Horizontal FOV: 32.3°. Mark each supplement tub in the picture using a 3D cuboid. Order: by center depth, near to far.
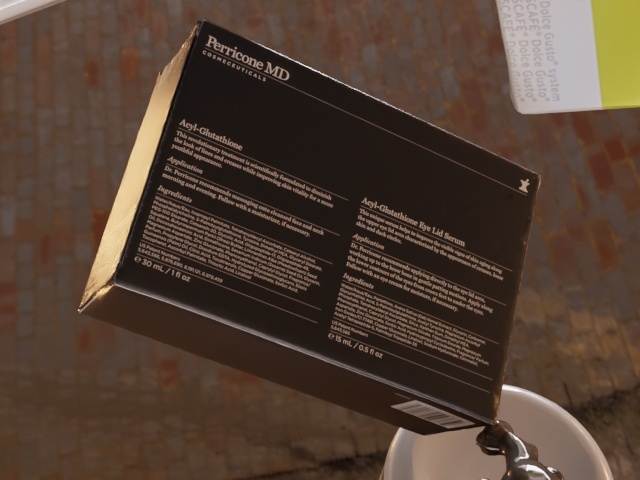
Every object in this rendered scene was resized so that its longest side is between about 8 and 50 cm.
[{"bbox_3d":[0.158,0.319,1.162,0.228,0.316,0.228,4,-129,-6],"label":"supplement tub"}]

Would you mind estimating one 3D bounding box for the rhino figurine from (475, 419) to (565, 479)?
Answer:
[{"bbox_3d":[0.063,0.214,0.674,0.243,0.073,0.106,-34,-145,-20],"label":"rhino figurine"}]

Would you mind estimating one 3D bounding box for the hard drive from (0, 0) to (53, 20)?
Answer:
[{"bbox_3d":[-0.139,-0.203,0.758,0.353,0.047,0.233,-22,-165,-3],"label":"hard drive"}]

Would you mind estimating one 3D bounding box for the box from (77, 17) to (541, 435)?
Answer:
[{"bbox_3d":[0.000,0.000,0.729,0.103,0.261,0.184,-29,-138,63],"label":"box"}]

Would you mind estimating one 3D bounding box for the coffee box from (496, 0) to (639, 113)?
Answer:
[{"bbox_3d":[0.252,-0.286,0.489,0.334,0.338,0.338,-1,-145,22],"label":"coffee box"}]
